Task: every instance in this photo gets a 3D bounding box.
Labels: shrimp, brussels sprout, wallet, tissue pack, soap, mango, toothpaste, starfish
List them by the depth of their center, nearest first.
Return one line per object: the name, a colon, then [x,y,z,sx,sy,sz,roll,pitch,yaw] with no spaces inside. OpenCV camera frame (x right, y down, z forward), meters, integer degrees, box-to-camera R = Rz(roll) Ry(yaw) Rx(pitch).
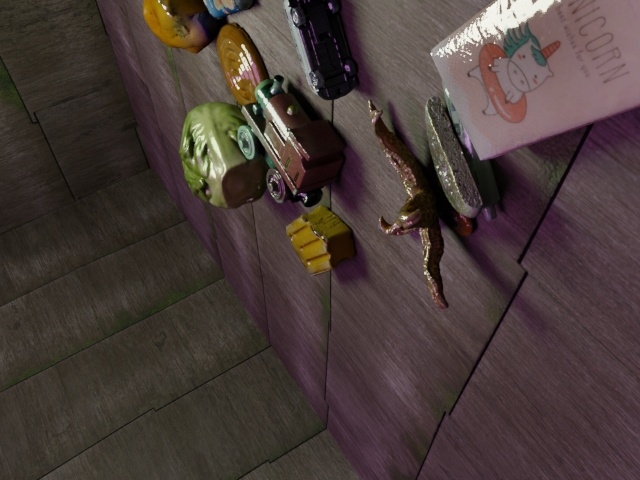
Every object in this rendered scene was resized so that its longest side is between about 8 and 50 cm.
tissue pack: [0.254,-0.199,0.611,0.170,0.071,0.325,66,161,-4]
toothpaste: [0.221,-0.131,0.838,0.064,0.041,0.218,-149,39,-73]
shrimp: [0.216,-0.056,0.970,0.114,0.023,0.083,62,165,2]
starfish: [0.152,-0.062,0.995,0.327,0.094,0.375,73,180,-70]
wallet: [-0.224,-0.586,1.316,0.202,0.059,0.141,29,148,60]
soap: [0.000,0.000,1.496,0.160,0.080,0.257,61,160,-1]
mango: [-0.374,-0.599,1.529,0.287,0.153,0.201,36,144,51]
brussels sprout: [-0.277,-0.233,1.646,0.328,0.247,0.328,54,167,18]

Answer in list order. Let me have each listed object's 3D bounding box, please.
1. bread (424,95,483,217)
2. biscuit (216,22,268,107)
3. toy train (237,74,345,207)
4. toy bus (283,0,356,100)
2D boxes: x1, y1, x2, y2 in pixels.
bread: [0.191,-0.109,0.871,0.112,0.036,0.192,67,-173,-69]
biscuit: [-0.202,-0.431,1.498,0.262,0.037,0.262,51,158,30]
toy train: [-0.075,-0.230,1.314,0.304,0.150,0.221,57,150,20]
toy bus: [-0.003,-0.353,1.037,0.089,0.087,0.193,39,151,62]
